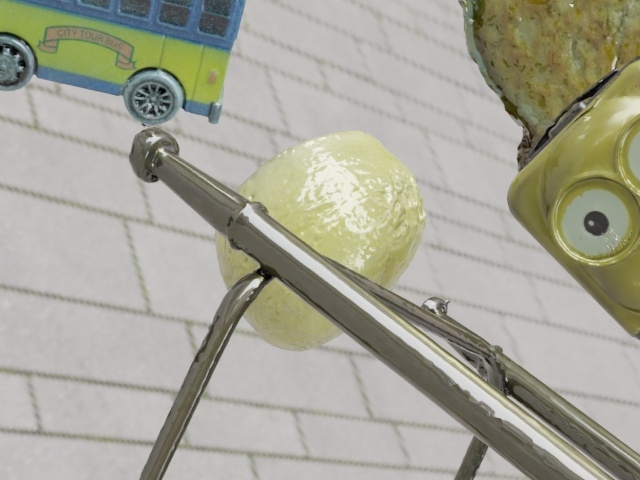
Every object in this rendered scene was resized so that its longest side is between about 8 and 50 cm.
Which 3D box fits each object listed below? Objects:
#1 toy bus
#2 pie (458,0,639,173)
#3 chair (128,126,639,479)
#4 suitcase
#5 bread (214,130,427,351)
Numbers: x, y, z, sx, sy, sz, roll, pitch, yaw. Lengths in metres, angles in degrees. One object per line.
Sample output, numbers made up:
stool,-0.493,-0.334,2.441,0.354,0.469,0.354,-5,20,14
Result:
toy bus,-0.225,-0.241,1.328,0.312,0.190,0.152,12,30,-9
pie,0.377,-0.272,1.622,0.180,0.418,0.395,-41,112,-55
chair,0.064,0.217,0.773,0.410,0.365,0.362,24,-4,38
suitcase,0.289,-0.030,1.181,0.235,0.194,0.143,45,18,6
bread,0.006,0.009,1.968,0.320,0.320,0.237,2,51,-55
